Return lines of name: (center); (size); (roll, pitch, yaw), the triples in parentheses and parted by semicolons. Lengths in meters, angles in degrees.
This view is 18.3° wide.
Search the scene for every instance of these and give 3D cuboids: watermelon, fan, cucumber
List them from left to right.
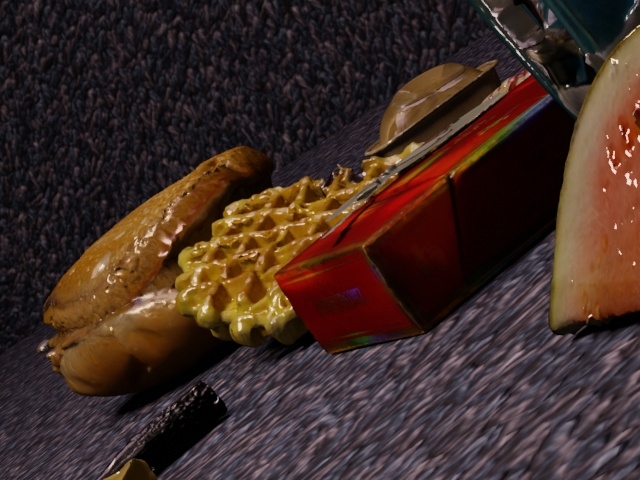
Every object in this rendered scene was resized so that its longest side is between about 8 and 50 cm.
cucumber: (-0.144, 0.178, 1.631); (0.039, 0.043, 0.163); (28, 57, 35)
fan: (0.055, -0.054, 1.644); (0.191, 0.009, 0.329); (-34, 3, 28)
watermelon: (0.248, -0.047, 1.066); (0.128, 0.159, 0.303); (6, -17, -31)

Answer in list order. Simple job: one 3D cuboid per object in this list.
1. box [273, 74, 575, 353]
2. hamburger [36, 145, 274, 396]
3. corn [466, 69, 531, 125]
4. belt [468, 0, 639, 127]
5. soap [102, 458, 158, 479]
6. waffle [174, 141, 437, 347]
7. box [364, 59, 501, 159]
box: (0.130, -0.041, 1.576); (0.313, 0.089, 0.197); (-38, 8, -22)
hamburger: (-0.155, 0.042, 2.084); (0.314, 0.170, 0.290); (-32, 4, 36)
corn: (0.220, -0.135, 1.788); (0.092, 0.092, 0.280); (-39, 3, -28)
belt: (0.182, -0.206, 1.359); (0.173, 0.300, 0.436); (-36, 39, 5)
soap: (-0.184, 0.228, 1.453); (0.092, 0.037, 0.252); (-33, 6, 12)
waffle: (0.000, 0.002, 1.823); (0.283, 0.065, 0.309); (-35, 26, -10)
box: (0.131, -0.135, 2.204); (0.177, 0.111, 0.111); (-36, 6, -5)
